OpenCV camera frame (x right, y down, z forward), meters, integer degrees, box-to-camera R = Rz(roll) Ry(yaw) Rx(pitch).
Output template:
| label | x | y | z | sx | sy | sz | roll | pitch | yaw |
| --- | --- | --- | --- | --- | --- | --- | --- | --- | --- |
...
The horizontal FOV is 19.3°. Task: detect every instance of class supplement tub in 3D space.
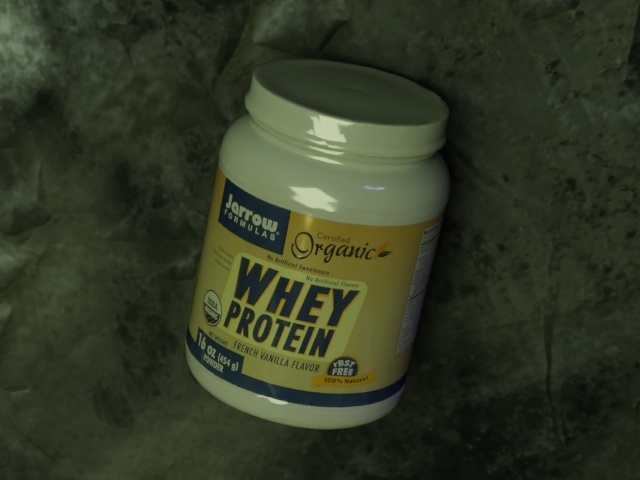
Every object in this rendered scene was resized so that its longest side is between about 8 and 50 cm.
| label | x | y | z | sx | sy | sz | roll | pitch | yaw |
| --- | --- | --- | --- | --- | --- | --- | --- | --- | --- |
| supplement tub | 0.000 | 0.000 | 1.842 | 0.228 | 0.228 | 0.316 | 19 | 112 | 18 |
